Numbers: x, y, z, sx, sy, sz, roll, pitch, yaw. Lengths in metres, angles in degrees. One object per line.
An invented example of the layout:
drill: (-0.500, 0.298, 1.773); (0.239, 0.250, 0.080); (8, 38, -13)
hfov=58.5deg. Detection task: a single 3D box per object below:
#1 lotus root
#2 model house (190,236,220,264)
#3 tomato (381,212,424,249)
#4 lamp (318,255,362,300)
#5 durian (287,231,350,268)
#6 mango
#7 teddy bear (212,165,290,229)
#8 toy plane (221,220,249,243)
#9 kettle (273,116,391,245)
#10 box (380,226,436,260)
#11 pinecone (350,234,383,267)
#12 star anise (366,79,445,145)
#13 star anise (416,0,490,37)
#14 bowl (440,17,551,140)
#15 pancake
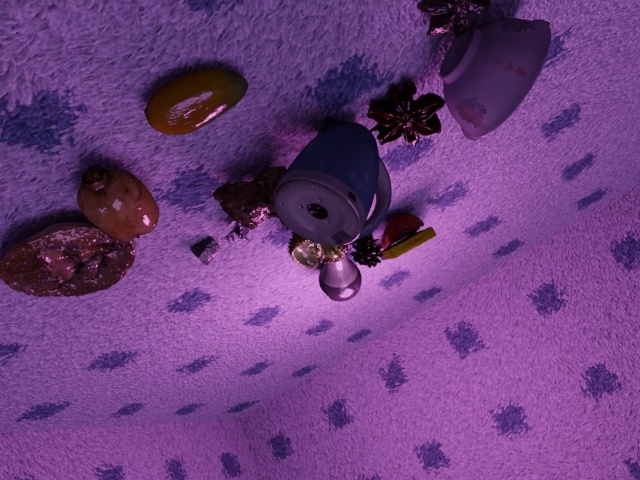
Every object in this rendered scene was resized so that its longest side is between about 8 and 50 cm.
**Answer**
lotus root: (-0.510, -0.092, 1.446); (0.160, 0.146, 0.284); (-42, 153, -12)
model house: (-0.375, 0.032, 1.899); (0.083, 0.066, 0.079); (-42, 143, -4)
tomato: (0.311, -0.050, 2.268); (0.189, 0.099, 0.173); (-30, 175, 9)
lamp: (0.078, 0.133, 2.315); (0.181, 0.182, 0.314); (-22, 154, -6)
durian: (0.002, -0.002, 1.992); (0.200, 0.177, 0.236); (42, 137, -14)
mango: (-0.280, -0.320, 1.285); (0.237, 0.091, 0.137); (-32, 159, 1)
teddy bear: (-0.151, -0.088, 1.674); (0.222, 0.246, 0.296); (-46, 148, -18)
toy plane: (-0.254, -0.038, 1.841); (0.160, 0.082, 0.234); (-47, 158, -16)
kettle: (0.072, -0.164, 1.585); (0.247, 0.342, 0.319); (-18, 124, 44)
box: (0.346, 0.018, 2.326); (0.186, 0.047, 0.335); (-28, 179, -4)
pinecone: (0.190, 0.040, 2.303); (0.140, 0.140, 0.121); (0, 117, -41)
star anise: (0.241, -0.364, 1.619); (0.220, 0.126, 0.190); (7, 150, -1)
star anise: (0.322, -0.565, 1.361); (0.212, 0.073, 0.197); (12, 134, -47)
bowl: (0.413, -0.447, 1.474); (0.157, 0.346, 0.345); (24, 134, -15)
pancake: (-0.709, 0.055, 1.615); (0.386, 0.082, 0.387); (-20, 157, -9)
